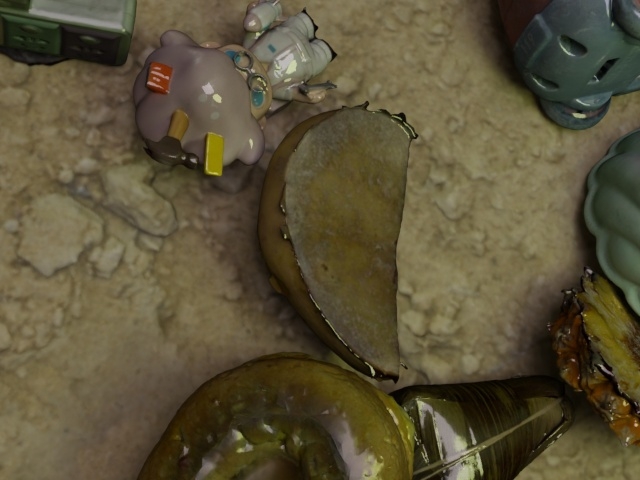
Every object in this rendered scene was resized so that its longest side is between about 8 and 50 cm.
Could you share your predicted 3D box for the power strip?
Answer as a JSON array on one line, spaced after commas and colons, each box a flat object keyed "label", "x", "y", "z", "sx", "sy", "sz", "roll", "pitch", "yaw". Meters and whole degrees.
[{"label": "power strip", "x": -0.260, "y": -0.208, "z": 0.919, "sx": 0.216, "sy": 0.145, "sz": 0.061, "roll": 7, "pitch": 79, "yaw": -14}]

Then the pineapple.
[{"label": "pineapple", "x": 0.292, "y": 0.113, "z": 1.010, "sx": 0.221, "sy": 0.047, "sz": 0.221, "roll": 26, "pitch": 38, "yaw": -22}]

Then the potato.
[{"label": "potato", "x": 0.000, "y": 0.000, "z": 0.954, "sx": 0.138, "sy": 0.098, "sz": 0.243, "roll": 17, "pitch": 66, "yaw": -31}]

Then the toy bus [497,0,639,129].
[{"label": "toy bus", "x": 0.306, "y": -0.262, "z": 1.062, "sx": 0.294, "sy": 0.197, "sz": 0.231, "roll": -16, "pitch": 73, "yaw": -15}]

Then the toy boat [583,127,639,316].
[{"label": "toy boat", "x": 0.352, "y": -0.016, "z": 1.013, "sx": 0.199, "sy": 0.100, "sz": 0.290, "roll": -8, "pitch": 59, "yaw": 5}]

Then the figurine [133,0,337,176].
[{"label": "figurine", "x": -0.082, "y": -0.134, "z": 0.974, "sx": 0.229, "sy": 0.112, "sz": 0.137, "roll": -36, "pitch": 98, "yaw": -31}]

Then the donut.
[{"label": "donut", "x": -0.046, "y": 0.214, "z": 0.876, "sx": 0.209, "sy": 0.128, "sz": 0.261, "roll": 17, "pitch": 81, "yaw": 10}]

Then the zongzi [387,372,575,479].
[{"label": "zongzi", "x": 0.157, "y": 0.211, "z": 0.970, "sx": 0.187, "sy": 0.084, "sz": 0.184, "roll": -4, "pitch": 74, "yaw": -22}]
